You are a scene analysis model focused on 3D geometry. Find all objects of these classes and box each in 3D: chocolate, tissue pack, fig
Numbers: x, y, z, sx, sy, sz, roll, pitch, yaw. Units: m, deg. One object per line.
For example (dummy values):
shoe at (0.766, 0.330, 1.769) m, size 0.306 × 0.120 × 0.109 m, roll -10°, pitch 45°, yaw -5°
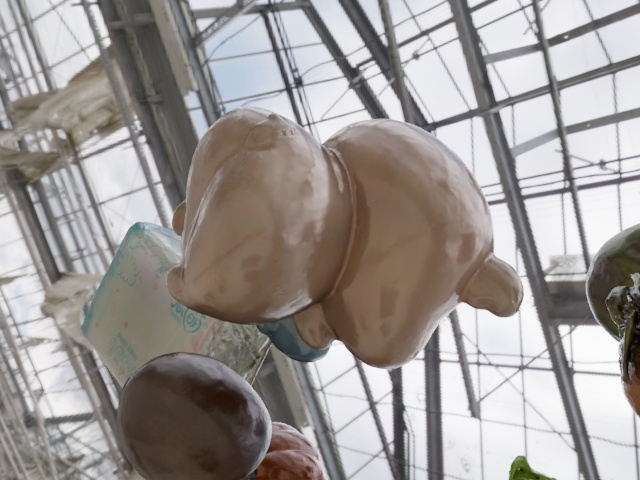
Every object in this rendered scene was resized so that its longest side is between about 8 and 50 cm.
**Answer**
chocolate at (-0.110, 0.166, 0.544) m, size 0.133 × 0.124 × 0.127 m, roll -6°, pitch -34°, yaw 12°
tissue pack at (-0.198, 0.115, 0.797) m, size 0.271 × 0.124 × 0.201 m, roll 32°, pitch -81°, yaw 42°
fig at (0.588, 0.071, 0.996) m, size 0.239 × 0.271 × 0.239 m, roll 17°, pitch -62°, yaw 35°

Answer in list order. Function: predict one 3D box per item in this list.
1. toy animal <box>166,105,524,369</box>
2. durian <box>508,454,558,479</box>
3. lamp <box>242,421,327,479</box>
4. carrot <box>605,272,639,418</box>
toy animal at (0.004, -0.016, 0.470) m, size 0.229 × 0.221 × 0.210 m, roll -32°, pitch -138°, yaw 16°
durian at (0.427, 0.530, 1.083) m, size 0.250 × 0.139 × 0.101 m, roll 44°, pitch -39°, yaw 19°
lamp at (-0.090, 0.403, 0.940) m, size 0.196 × 0.223 × 0.223 m, roll 36°, pitch -25°, yaw -32°
carrot at (0.480, 0.173, 0.706) m, size 0.331 × 0.193 × 0.214 m, roll 47°, pitch -2°, yaw 29°
